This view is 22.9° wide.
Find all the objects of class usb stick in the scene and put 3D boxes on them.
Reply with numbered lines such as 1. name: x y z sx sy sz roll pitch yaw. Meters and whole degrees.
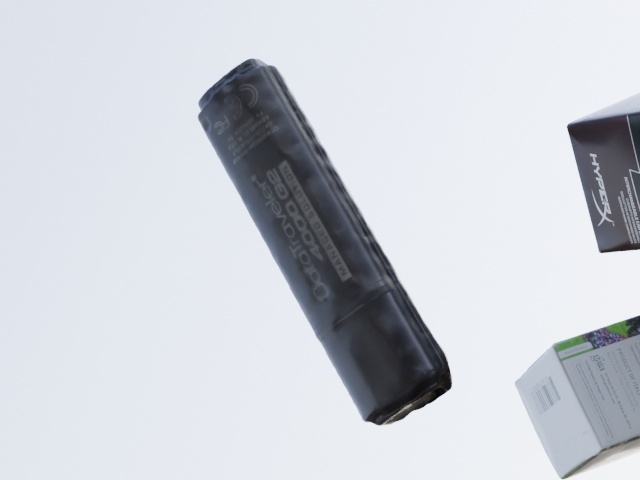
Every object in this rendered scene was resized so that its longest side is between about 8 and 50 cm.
1. usb stick: 0.000 0.000 1.111 0.077 0.278 0.045 -37 -17 25

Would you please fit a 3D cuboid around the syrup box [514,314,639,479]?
1. syrup box: 0.293 0.108 1.302 0.237 0.096 0.093 -17 -18 -20

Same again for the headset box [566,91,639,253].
1. headset box: 0.368 -0.081 1.159 0.218 0.293 0.110 -24 -79 -43
